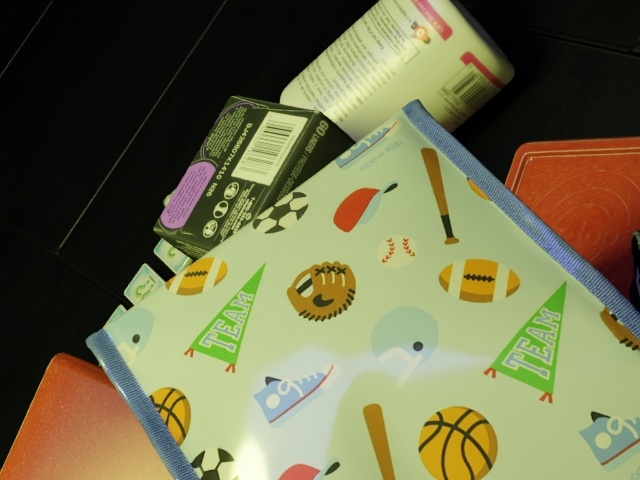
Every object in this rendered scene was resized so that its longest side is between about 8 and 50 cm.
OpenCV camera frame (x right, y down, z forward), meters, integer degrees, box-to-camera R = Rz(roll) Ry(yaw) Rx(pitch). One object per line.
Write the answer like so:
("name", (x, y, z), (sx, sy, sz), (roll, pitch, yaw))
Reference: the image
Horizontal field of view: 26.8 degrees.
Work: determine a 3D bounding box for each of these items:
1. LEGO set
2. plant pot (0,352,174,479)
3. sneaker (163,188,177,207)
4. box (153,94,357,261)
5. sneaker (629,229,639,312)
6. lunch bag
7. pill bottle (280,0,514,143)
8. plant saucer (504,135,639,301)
("LEGO set", (-0.188, 0.090, 1.623), (0.182, 0.060, 0.244), (-54, 39, 3))
("plant pot", (-0.144, 0.295, 1.278), (0.236, 0.267, 0.267), (8, 67, 34))
("sneaker", (-0.126, -0.029, 1.631), (0.081, 0.080, 0.211), (-51, 40, 7))
("box", (0.000, 0.000, 1.330), (0.143, 0.270, 0.165), (17, 74, 50))
("sneaker", (0.371, -0.041, 0.988), (0.258, 0.169, 0.447), (12, 65, 6))
("lunch bag", (0.076, 0.146, 0.963), (0.328, 0.239, 0.385), (-39, 49, -5))
("pill bottle", (0.058, -0.149, 1.477), (0.283, 0.160, 0.160), (-41, 40, 14))
("plant saucer", (0.249, 0.003, 1.261), (0.258, 0.048, 0.259), (1, 63, 45))
